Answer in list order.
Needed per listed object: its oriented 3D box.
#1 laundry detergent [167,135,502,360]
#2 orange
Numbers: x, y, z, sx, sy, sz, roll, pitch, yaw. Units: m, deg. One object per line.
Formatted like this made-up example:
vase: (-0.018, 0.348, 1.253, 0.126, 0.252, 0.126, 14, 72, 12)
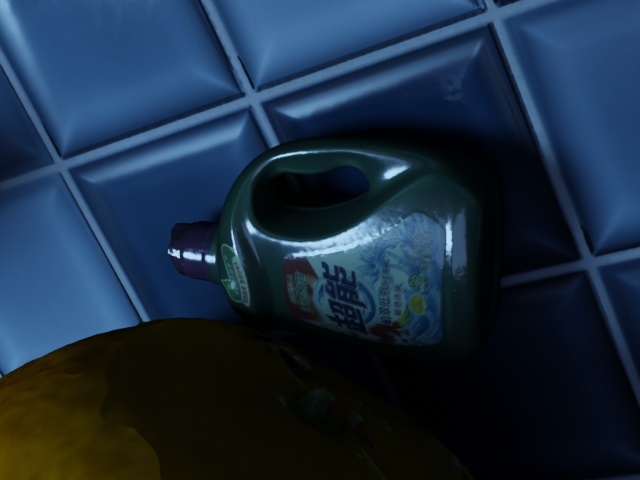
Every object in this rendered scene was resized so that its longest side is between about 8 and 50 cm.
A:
laundry detergent: (0.000, 0.000, 0.694, 0.222, 0.078, 0.144, 8, 119, 21)
orange: (-0.060, 0.233, 0.658, 0.424, 0.424, 0.326, 32, 99, 2)
